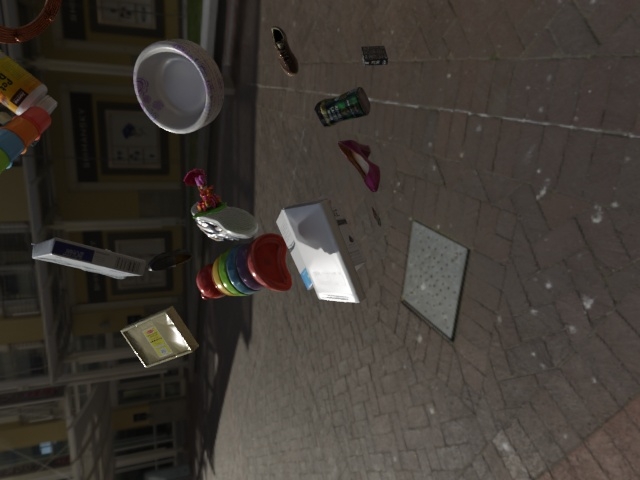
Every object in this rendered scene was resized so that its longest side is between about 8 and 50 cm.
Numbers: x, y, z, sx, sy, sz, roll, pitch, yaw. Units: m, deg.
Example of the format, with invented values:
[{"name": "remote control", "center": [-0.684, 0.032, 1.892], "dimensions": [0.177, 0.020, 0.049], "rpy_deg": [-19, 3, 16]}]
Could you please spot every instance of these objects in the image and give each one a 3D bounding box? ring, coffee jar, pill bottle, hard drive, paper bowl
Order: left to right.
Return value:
[{"name": "pill bottle", "center": [-0.872, -0.438, 1.330], "dimensions": [0.117, 0.215, 0.117], "rpy_deg": [-38, 26, 23]}, {"name": "ring", "center": [-1.002, -0.806, 1.568], "dimensions": [0.032, 0.336, 0.336], "rpy_deg": [38, 147, 3]}, {"name": "paper bowl", "center": [-0.449, -0.505, 1.530], "dimensions": [0.148, 0.284, 0.284], "rpy_deg": [-59, -18, -58]}, {"name": "hard drive", "center": [0.007, 0.035, 1.378], "dimensions": [0.203, 0.040, 0.307], "rpy_deg": [-4, 112, 54]}, {"name": "coffee jar", "center": [0.074, -0.458, 1.623], "dimensions": [0.184, 0.096, 0.079], "rpy_deg": [-9, 41, 34]}]

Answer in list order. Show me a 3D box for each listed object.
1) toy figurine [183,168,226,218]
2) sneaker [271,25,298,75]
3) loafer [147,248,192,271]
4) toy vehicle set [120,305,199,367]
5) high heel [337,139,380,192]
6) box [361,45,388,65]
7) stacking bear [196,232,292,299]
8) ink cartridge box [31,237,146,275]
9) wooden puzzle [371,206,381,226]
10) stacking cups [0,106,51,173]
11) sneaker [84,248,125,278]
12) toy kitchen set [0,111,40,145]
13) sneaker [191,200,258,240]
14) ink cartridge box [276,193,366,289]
[{"name": "toy figurine", "center": [-0.414, -0.175, 1.645], "dimensions": [0.173, 0.130, 0.159], "rpy_deg": [5, 122, 58]}, {"name": "sneaker", "center": [-0.141, -0.700, 1.730], "dimensions": [0.188, 0.066, 0.071], "rpy_deg": [68, -162, 6]}, {"name": "loafer", "center": [-0.566, 0.074, 1.768], "dimensions": [0.061, 0.170, 0.062], "rpy_deg": [11, 119, 43]}, {"name": "toy vehicle set", "center": [-0.559, 0.338, 1.616], "dimensions": [0.267, 0.035, 0.166], "rpy_deg": [-23, 102, 31]}, {"name": "high heel", "center": [0.132, -0.261, 1.624], "dimensions": [0.082, 0.117, 0.244], "rpy_deg": [118, 151, -49]}, {"name": "box", "center": [0.151, -0.520, 1.316], "dimensions": [0.018, 0.067, 0.083], "rpy_deg": [88, 179, -47]}, {"name": "stacking bear", "center": [-0.254, 0.099, 1.412], "dimensions": [0.289, 0.164, 0.175], "rpy_deg": [-20, 71, 32]}, {"name": "ink cartridge box", "center": [-0.596, 0.049, 1.190], "dimensions": [0.224, 0.223, 0.045], "rpy_deg": [-5, 71, 47]}, {"name": "wooden puzzle", "center": [0.191, -0.076, 1.581], "dimensions": [0.049, 0.006, 0.083], "rpy_deg": [62, 178, 32]}, {"name": "stacking cups", "center": [-0.781, -0.227, 1.162], "dimensions": [0.096, 0.096, 0.316], "rpy_deg": [111, 179, -46]}, {"name": "sneaker", "center": [-0.892, 0.076, 1.887], "dimensions": [0.091, 0.258, 0.094], "rpy_deg": [-79, 16, -47]}, {"name": "toy kitchen set", "center": [-1.134, -0.330, 1.688], "dimensions": [0.122, 0.207, 0.166], "rpy_deg": [37, 171, 10]}, {"name": "sneaker", "center": [-0.374, -0.062, 1.900], "dimensions": [0.321, 0.126, 0.127], "rpy_deg": [21, 144, 27]}, {"name": "ink cartridge box", "center": [0.000, 0.000, 1.781], "dimensions": [0.307, 0.223, 0.129], "rpy_deg": [64, 153, 16]}]
